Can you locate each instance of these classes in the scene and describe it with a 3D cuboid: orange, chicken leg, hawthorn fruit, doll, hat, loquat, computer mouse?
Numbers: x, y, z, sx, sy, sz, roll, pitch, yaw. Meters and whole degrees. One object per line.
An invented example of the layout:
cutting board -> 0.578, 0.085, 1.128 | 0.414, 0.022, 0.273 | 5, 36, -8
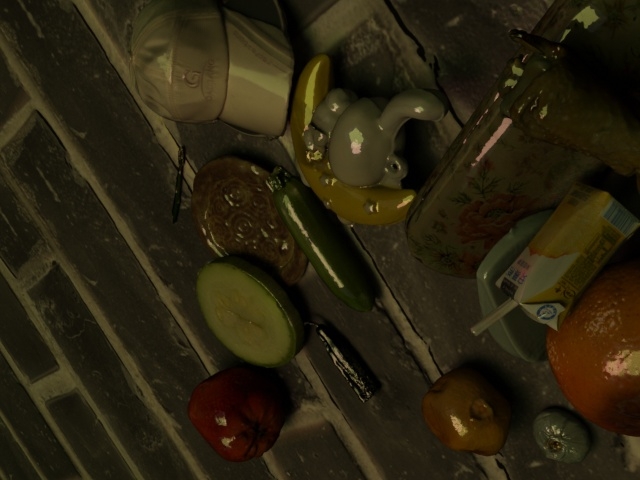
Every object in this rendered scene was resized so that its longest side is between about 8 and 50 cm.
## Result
orange -> 0.362, 0.124, 0.873 | 0.224, 0.170, 0.224 | 6, 140, 5
chicken leg -> 0.342, -0.062, 0.745 | 0.429, 0.201, 0.152 | 27, 88, -7
hawthorn fruit -> -0.149, 0.309, 1.434 | 0.173, 0.173, 0.179 | 57, 161, -3
doll -> 0.053, -0.126, 1.047 | 0.237, 0.111, 0.252 | 41, 137, 34
hat -> -0.153, -0.236, 1.118 | 0.275, 0.161, 0.232 | 27, 133, 20
loquat -> 0.207, 0.249, 1.135 | 0.137, 0.113, 0.137 | 30, 152, 18
computer mouse -> 0.249, 0.058, 0.954 | 0.079, 0.128, 0.231 | 43, 164, 49

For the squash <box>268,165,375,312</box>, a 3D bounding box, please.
squash -> 0.000, 0.000, 1.183 | 0.069, 0.069, 0.258 | -26, 100, 44

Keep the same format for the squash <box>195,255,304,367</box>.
squash -> -0.123, 0.124, 1.350 | 0.219, 0.041, 0.219 | 26, 138, 27

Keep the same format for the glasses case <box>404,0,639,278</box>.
glasses case -> 0.241, -0.106, 0.887 | 0.156, 0.098, 0.425 | 16, 135, -17

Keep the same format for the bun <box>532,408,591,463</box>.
bun -> 0.329, 0.272, 1.093 | 0.083, 0.045, 0.083 | 15, 118, 31

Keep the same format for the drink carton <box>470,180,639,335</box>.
drink carton -> 0.246, 0.037, 0.845 | 0.074, 0.084, 0.200 | 34, 97, -21

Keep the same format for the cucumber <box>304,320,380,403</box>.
cucumber -> 0.036, 0.189, 1.290 | 0.163, 0.043, 0.039 | 55, 177, 4

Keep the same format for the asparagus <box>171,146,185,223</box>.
asparagus -> -0.247, -0.092, 1.371 | 0.016, 0.013, 0.166 | 25, 129, 12

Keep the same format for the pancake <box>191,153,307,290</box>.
pancake -> -0.121, -0.026, 1.294 | 0.250, 0.031, 0.250 | 21, 130, 27
